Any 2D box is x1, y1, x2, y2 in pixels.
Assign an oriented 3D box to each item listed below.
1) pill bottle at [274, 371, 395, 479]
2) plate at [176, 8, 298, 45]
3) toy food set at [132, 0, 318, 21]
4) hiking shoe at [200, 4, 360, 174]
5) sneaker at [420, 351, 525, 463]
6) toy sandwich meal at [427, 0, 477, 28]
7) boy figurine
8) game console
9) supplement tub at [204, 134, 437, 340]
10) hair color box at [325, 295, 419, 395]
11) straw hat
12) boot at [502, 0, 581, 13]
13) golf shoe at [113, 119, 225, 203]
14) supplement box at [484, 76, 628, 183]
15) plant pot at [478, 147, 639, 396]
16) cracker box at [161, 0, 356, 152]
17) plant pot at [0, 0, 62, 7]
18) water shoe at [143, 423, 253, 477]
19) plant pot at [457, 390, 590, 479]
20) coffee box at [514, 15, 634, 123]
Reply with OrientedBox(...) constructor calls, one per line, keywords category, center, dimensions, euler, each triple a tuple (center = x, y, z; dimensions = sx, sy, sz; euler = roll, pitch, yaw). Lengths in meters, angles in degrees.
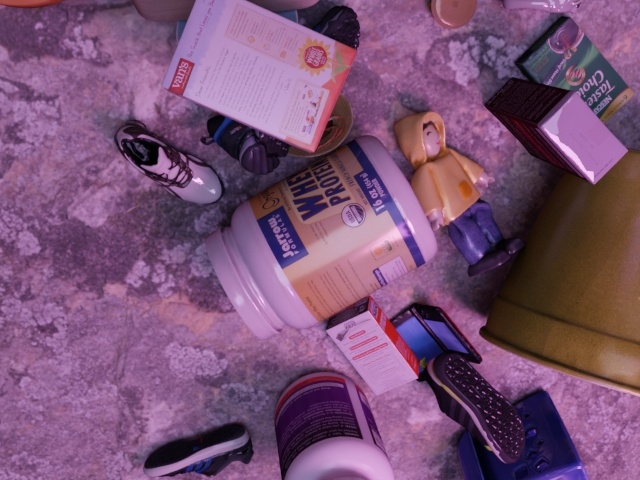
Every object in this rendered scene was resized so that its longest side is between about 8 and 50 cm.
OrientedBox(category="pill bottle", center=(0.020, 0.369, 1.258), dimensions=(0.181, 0.323, 0.181), euler=(-2, 108, -6))
OrientedBox(category="plate", center=(-0.125, -0.319, 1.133), dimensions=(0.188, 0.024, 0.188), euler=(-1, 73, 5))
OrientedBox(category="toy food set", center=(-0.147, -0.421, 1.036), dimensions=(0.306, 0.220, 0.092), euler=(-5, 65, 2))
OrientedBox(category="hiking shoe", center=(-0.061, -0.254, 1.157), dimensions=(0.132, 0.113, 0.304), euler=(34, 82, 25))
OrientedBox(category="sneaker", center=(0.270, 0.296, 1.337), dimensions=(0.084, 0.097, 0.235), euler=(-34, 84, -34))
OrientedBox(category="toy sandwich meal", center=(0.210, -0.382, 1.196), dimensions=(0.085, 0.029, 0.086), euler=(-4, 111, -10))
OrientedBox(category="boy figurine", center=(0.224, -0.088, 1.237), dimensions=(0.177, 0.092, 0.285), euler=(-29, 89, -36))
OrientedBox(category="game console", center=(0.199, 0.192, 1.354), dimensions=(0.085, 0.124, 0.144), euler=(-48, 110, -19))
OrientedBox(category="supplement tub", center=(0.000, 0.000, 1.186), dimensions=(0.316, 0.228, 0.228), euler=(-30, 109, 2))
OrientedBox(category="hair color box", center=(0.096, 0.190, 1.341), dimensions=(0.093, 0.053, 0.167), euler=(-28, 112, 23))
OrientedBox(category="straw hat", center=(-0.006, -0.178, 1.207), dimensions=(0.144, 0.144, 0.061), euler=(-34, 150, 4))
OrientedBox(category="boot", center=(0.413, -0.425, 1.184), dimensions=(0.258, 0.095, 0.123), euler=(-2, 114, 2))
OrientedBox(category="golf shoe", center=(-0.243, -0.112, 1.190), dimensions=(0.198, 0.094, 0.077), euler=(31, 100, -17))
OrientedBox(category="supplement box", center=(0.360, -0.178, 1.168), dimensions=(0.130, 0.239, 0.073), euler=(41, 97, -18))
OrientedBox(category="plant pot", center=(0.486, 0.038, 1.224), dimensions=(0.366, 0.366, 0.353), euler=(14, 94, -12))
OrientedBox(category="cracker box", center=(-0.085, -0.239, 1.051), dimensions=(0.232, 0.067, 0.156), euler=(23, 93, -5))
OrientedBox(category="plant pot", center=(-0.431, -0.462, 0.993), dimensions=(0.290, 0.203, 0.291), euler=(-2, 107, -7))
OrientedBox(category="water shoe", center=(-0.223, 0.409, 1.372), dimensions=(0.203, 0.073, 0.080), euler=(-18, 112, -1))
OrientedBox(category="plant pot", center=(0.391, 0.462, 1.392), dimensions=(0.212, 0.236, 0.236), euler=(-24, 109, 8))
OrientedBox(category="coffee box", center=(0.428, -0.272, 1.252), dimensions=(0.113, 0.040, 0.184), euler=(-44, 108, 7))
